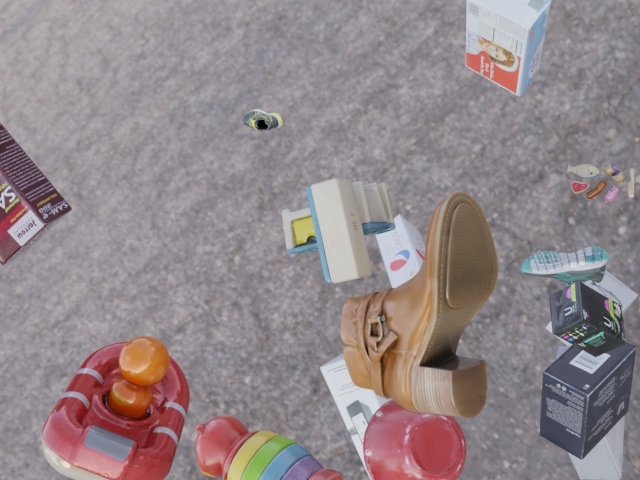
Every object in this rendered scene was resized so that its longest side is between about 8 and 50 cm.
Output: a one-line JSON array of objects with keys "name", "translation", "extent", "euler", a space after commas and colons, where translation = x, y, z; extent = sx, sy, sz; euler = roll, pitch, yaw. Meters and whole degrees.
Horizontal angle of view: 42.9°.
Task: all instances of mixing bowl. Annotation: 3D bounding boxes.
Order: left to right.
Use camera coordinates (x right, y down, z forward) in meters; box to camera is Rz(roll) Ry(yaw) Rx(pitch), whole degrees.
[{"name": "mixing bowl", "translation": [0.169, 0.341, 1.337], "extent": [0.181, 0.181, 0.098], "euler": [-58, 4, -21]}]

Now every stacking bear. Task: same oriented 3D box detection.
[{"name": "stacking bear", "translation": [-0.116, 0.434, 1.536], "extent": [0.289, 0.175, 0.164], "euler": [27, 90, 27]}]

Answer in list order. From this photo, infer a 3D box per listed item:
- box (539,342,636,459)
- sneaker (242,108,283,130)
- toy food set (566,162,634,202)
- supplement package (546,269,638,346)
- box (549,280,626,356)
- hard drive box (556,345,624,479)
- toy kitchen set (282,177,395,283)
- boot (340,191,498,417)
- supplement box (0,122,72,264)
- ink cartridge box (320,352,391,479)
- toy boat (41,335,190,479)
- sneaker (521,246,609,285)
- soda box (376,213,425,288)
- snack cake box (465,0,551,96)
[{"name": "box", "translation": [0.466, 0.266, 1.426], "extent": [0.156, 0.158, 0.093], "euler": [-31, 39, -33]}, {"name": "sneaker", "translation": [-0.102, -0.198, 1.347], "extent": [0.083, 0.031, 0.035], "euler": [7, 28, 40]}, {"name": "toy food set", "translation": [0.533, -0.110, 1.553], "extent": [0.122, 0.019, 0.077], "euler": [0, 87, 19]}, {"name": "supplement package", "translation": [0.607, 0.158, 1.820], "extent": [0.105, 0.105, 0.179], "euler": [40, 44, 20]}, {"name": "box", "translation": [0.345, 0.102, 1.053], "extent": [0.052, 0.083, 0.062], "euler": [-40, 31, 43]}, {"name": "hard drive box", "translation": [0.565, 0.362, 1.711], "extent": [0.089, 0.232, 0.181], "euler": [-10, 36, 31]}, {"name": "toy kitchen set", "translation": [0.000, 0.000, 1.076], "extent": [0.166, 0.207, 0.122], "euler": [-14, 86, 24]}, {"name": "boot", "translation": [0.118, 0.080, 1.059], "extent": [0.220, 0.109, 0.283], "euler": [3, 99, 55]}, {"name": "supplement box", "translation": [-0.508, -0.096, 1.238], "extent": [0.130, 0.239, 0.073], "euler": [-35, 8, 30]}, {"name": "ink cartridge box", "translation": [0.152, 0.380, 1.913], "extent": [0.122, 0.289, 0.211], "euler": [-26, -2, 35]}, {"name": "toy boat", "translation": [-0.224, 0.180, 0.967], "extent": [0.231, 0.151, 0.151], "euler": [-91, 25, -72]}, {"name": "sneaker", "translation": [0.485, 0.063, 1.616], "extent": [0.167, 0.076, 0.065], "euler": [-4, 36, 16]}, {"name": "soda box", "translation": [0.175, 0.039, 1.648], "extent": [0.074, 0.069, 0.216], "euler": [-43, 28, 18]}, {"name": "snack cake box", "translation": [0.400, -0.443, 1.763], "extent": [0.152, 0.264, 0.089], "euler": [34, 78, 19]}]
